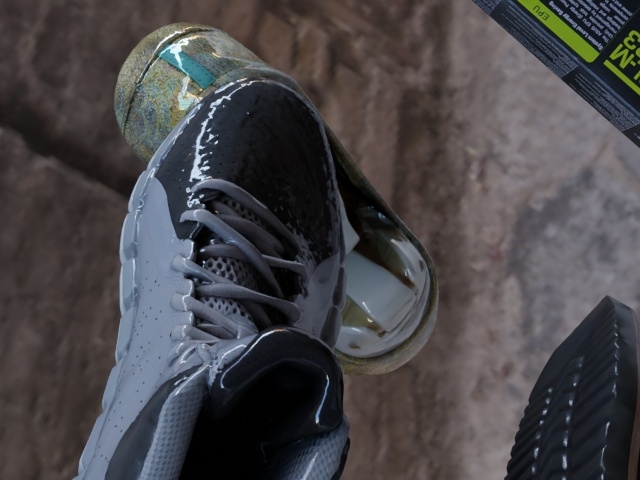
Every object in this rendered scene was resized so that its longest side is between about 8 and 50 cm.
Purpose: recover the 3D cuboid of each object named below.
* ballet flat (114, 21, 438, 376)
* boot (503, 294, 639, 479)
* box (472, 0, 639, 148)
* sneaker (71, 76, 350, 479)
[{"bbox_3d":[0.000,0.000,0.987,0.123,0.348,0.123,-20,45,22],"label":"ballet flat"},{"bbox_3d":[0.137,0.117,0.524,0.198,0.137,0.077,-79,16,-48],"label":"boot"},{"bbox_3d":[0.143,-0.144,0.611,0.184,0.191,0.045,-50,1,-1],"label":"box"},{"bbox_3d":[-0.019,0.030,0.492,0.132,0.086,0.228,139,148,-59],"label":"sneaker"}]
